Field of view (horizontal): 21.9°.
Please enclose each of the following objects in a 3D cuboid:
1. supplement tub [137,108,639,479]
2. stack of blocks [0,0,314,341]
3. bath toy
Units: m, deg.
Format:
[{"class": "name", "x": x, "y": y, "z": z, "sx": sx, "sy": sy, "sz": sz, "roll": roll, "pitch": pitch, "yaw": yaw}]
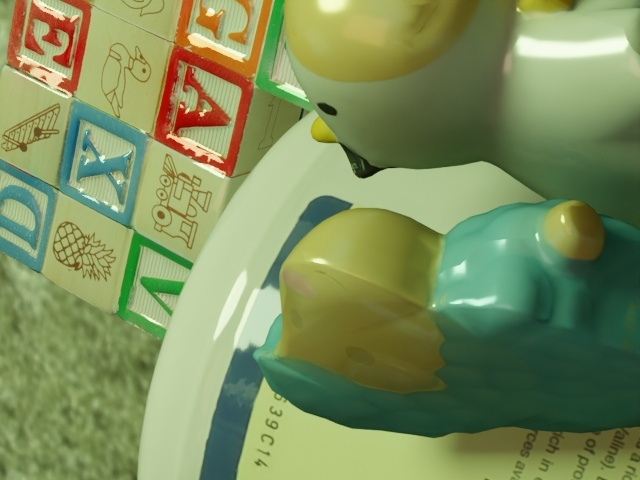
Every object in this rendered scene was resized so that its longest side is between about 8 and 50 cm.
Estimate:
[{"class": "supplement tub", "x": 0.126, "y": 0.092, "z": 0.569, "sx": 0.325, "sy": 0.235, "sz": 0.235, "roll": 21, "pitch": 118, "yaw": 28}, {"class": "stack of blocks", "x": -0.032, "y": -0.107, "z": 0.690, "sx": 0.171, "sy": 0.087, "sz": 0.297, "roll": 27, "pitch": 116, "yaw": 25}, {"class": "bath toy", "x": 0.077, "y": -0.111, "z": 0.506, "sx": 0.151, "sy": 0.348, "sz": 0.129, "roll": 27, "pitch": 151, "yaw": -18}]
